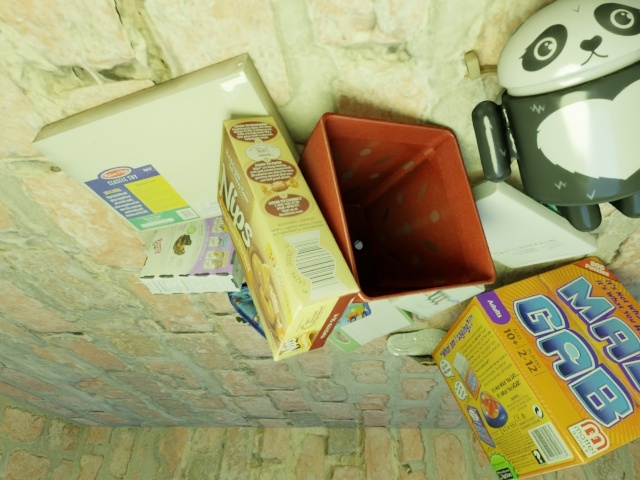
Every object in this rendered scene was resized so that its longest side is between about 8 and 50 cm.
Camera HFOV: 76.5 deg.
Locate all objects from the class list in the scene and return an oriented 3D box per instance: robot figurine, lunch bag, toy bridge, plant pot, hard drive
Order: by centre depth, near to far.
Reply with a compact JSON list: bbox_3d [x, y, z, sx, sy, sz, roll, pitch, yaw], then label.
[{"bbox_3d":[0.325,-0.151,0.499,0.209,0.174,0.278,-32,113,-17],"label":"robot figurine"},{"bbox_3d":[0.297,-0.265,0.566,0.188,0.026,0.063,-17,141,22],"label":"toy bridge"},{"bbox_3d":[0.082,-0.024,0.687,0.268,0.266,0.236,-3,165,-31],"label":"plant pot"},{"bbox_3d":[0.381,-0.021,0.842,0.308,0.040,0.203,22,156,-25],"label":"hard drive"},{"bbox_3d":[-0.068,0.121,0.921,0.221,0.137,0.293,-15,-173,-29],"label":"lunch bag"}]

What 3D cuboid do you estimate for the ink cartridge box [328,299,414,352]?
[{"bbox_3d":[0.128,0.229,1.177,0.235,0.056,0.171,-29,130,20],"label":"ink cartridge box"}]

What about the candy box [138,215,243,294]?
[{"bbox_3d":[-0.262,0.027,0.873,0.197,0.164,0.070,-3,142,7],"label":"candy box"}]

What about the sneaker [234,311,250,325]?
[{"bbox_3d":[-0.179,0.240,1.265,0.170,0.068,0.071,7,160,8],"label":"sneaker"}]

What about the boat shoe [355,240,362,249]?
[{"bbox_3d":[0.000,0.000,0.899,0.220,0.077,0.070,-15,142,25],"label":"boat shoe"}]

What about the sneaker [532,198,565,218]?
[{"bbox_3d":[0.446,-0.084,0.780,0.076,0.064,0.166,-10,141,22],"label":"sneaker"}]

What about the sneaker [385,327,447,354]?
[{"bbox_3d":[0.339,0.347,1.370,0.236,0.089,0.094,0,159,6],"label":"sneaker"}]

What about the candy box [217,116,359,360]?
[{"bbox_3d":[-0.069,-0.008,0.601,0.088,0.316,0.182,-11,149,-25],"label":"candy box"}]

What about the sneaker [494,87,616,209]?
[{"bbox_3d":[0.401,-0.155,0.653,0.302,0.121,0.108,33,121,-6],"label":"sneaker"}]

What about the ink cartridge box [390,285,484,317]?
[{"bbox_3d":[0.265,0.080,0.953,0.128,0.128,0.176,23,138,-26],"label":"ink cartridge box"}]

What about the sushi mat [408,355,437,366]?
[{"bbox_3d":[0.383,0.395,1.362,0.152,0.019,0.316,-2,170,2],"label":"sushi mat"}]

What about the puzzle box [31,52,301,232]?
[{"bbox_3d":[-0.251,-0.144,0.734,0.410,0.052,0.272,-11,143,16],"label":"puzzle box"}]

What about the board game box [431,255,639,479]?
[{"bbox_3d":[0.554,0.316,0.987,0.357,0.356,0.356,-15,146,-14],"label":"board game box"}]
